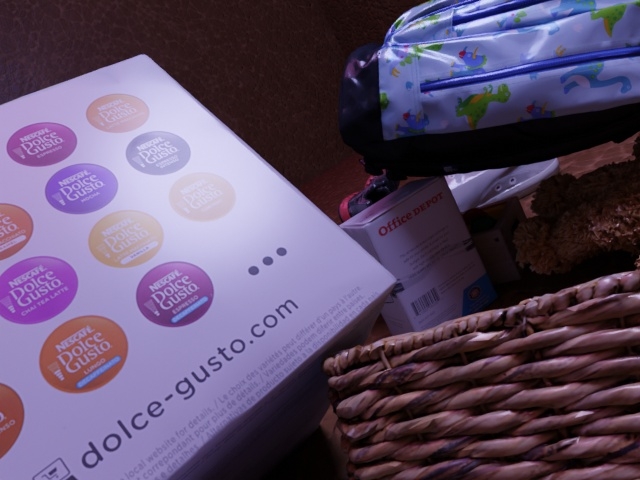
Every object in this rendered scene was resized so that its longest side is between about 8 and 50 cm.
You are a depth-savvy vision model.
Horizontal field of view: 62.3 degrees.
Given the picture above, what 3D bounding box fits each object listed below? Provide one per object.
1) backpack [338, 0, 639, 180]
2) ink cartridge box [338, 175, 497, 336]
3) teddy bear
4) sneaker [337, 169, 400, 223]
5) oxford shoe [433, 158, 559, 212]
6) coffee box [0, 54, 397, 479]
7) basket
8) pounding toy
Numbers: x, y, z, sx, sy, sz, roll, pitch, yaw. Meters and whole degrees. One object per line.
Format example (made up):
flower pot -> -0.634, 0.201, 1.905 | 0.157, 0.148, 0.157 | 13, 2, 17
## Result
backpack -> 0.240, -0.197, 0.655 | 0.356, 0.273, 0.290 | 8, 3, 27
ink cartridge box -> 0.132, 0.029, 0.711 | 0.140, 0.190, 0.082 | -31, 12, -20
teddy bear -> 0.378, -0.046, 0.595 | 0.245, 0.113, 0.338 | -40, 22, -18
sneaker -> 0.171, -0.132, 1.515 | 0.135, 0.097, 0.276 | -15, 20, 47
oxford shoe -> 0.266, -0.094, 1.088 | 0.449, 0.130, 0.169 | -29, 14, 1
coffee box -> -0.199, 0.103, 0.493 | 0.338, 0.334, 0.338 | -35, -23, -30
basket -> 0.184, 0.149, 0.348 | 0.299, 0.223, 0.213 | -22, -20, 25
pounding toy -> 0.225, 0.001, 0.858 | 0.206, 0.094, 0.181 | -18, 16, 38
